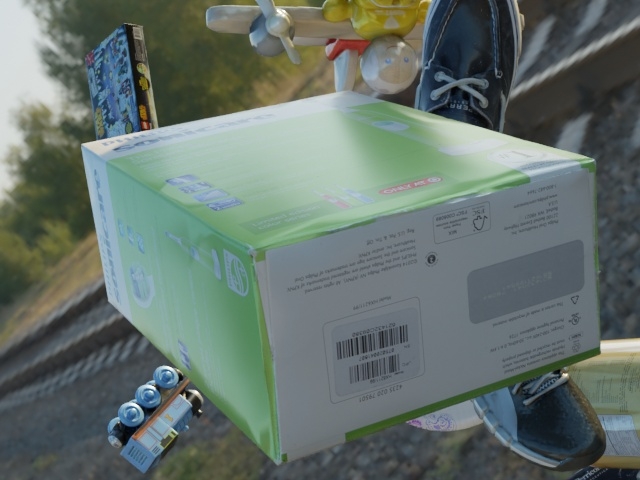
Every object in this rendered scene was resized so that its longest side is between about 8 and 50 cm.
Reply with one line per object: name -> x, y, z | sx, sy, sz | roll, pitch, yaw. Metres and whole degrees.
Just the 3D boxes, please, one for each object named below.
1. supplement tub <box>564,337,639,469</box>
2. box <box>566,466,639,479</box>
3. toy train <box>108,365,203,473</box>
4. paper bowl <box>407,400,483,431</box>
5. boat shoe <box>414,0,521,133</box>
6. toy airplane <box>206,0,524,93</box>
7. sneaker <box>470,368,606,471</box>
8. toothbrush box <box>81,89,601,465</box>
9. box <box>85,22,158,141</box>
supplement tub -> 0.346, 0.180, 1.325 | 0.200, 0.144, 0.144 | -11, 34, 53
box -> 0.399, 0.311, 1.395 | 0.156, 0.093, 0.158 | -33, 41, -3
toy train -> -0.265, 0.286, 1.949 | 0.184, 0.105, 0.080 | -47, -3, -45
paper bowl -> 0.209, 0.172, 2.056 | 0.284, 0.284, 0.148 | -45, 14, 7
boat shoe -> 0.147, -0.144, 1.273 | 0.102, 0.108, 0.301 | -59, -20, -74
toy airplane -> 0.076, -0.328, 1.826 | 0.386, 0.384, 0.272 | -23, 61, 24
sneaker -> 0.158, 0.089, 1.031 | 0.086, 0.228, 0.132 | -30, -38, -19
toothbrush box -> 0.000, 0.000, 0.727 | 0.206, 0.122, 0.283 | -15, 22, -24
box -> -0.232, -0.170, 1.392 | 0.027, 0.137, 0.094 | 2, -20, -40
